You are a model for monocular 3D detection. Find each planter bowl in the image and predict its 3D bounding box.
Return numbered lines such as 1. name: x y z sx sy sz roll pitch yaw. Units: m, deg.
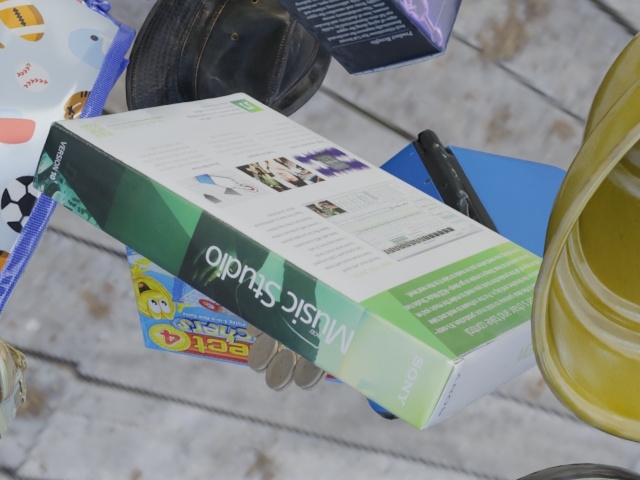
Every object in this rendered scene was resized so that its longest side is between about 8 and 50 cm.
1. planter bowl: 0.161 -0.030 0.569 0.217 0.090 0.217 -11 136 -11

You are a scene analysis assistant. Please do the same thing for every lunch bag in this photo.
1. lunch bag: -0.367 -0.086 1.333 0.328 0.239 0.385 26 73 -13

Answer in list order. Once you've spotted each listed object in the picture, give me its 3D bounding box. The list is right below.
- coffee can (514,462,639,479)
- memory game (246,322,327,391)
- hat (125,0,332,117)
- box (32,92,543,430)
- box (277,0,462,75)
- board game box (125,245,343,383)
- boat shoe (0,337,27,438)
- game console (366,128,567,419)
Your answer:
1. coffee can: 0.192 0.275 0.967 0.202 0.275 0.201 -2 103 -9
2. memory game: 0.002 0.043 1.343 0.012 0.186 0.186 32 92 -32
3. hat: -0.069 -0.215 1.865 0.331 0.134 0.331 -45 155 -29
4. box: 0.000 0.000 1.092 0.232 0.322 0.058 -17 132 -58
5. box: 0.026 -0.261 1.331 0.207 0.108 0.153 40 57 -36
6. board game box: -0.088 0.045 2.075 0.302 0.308 0.086 87 16 -51
7. boat shoe: -0.234 0.094 1.151 0.045 0.050 0.135 -55 173 -30
8. game console: 0.154 0.042 1.557 0.250 0.293 0.173 -38 128 12
